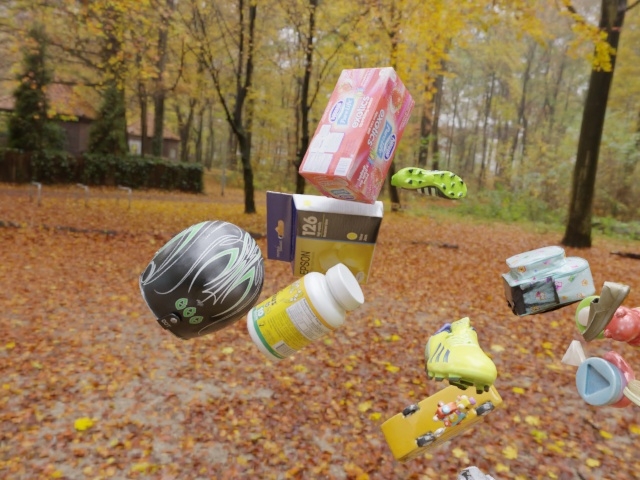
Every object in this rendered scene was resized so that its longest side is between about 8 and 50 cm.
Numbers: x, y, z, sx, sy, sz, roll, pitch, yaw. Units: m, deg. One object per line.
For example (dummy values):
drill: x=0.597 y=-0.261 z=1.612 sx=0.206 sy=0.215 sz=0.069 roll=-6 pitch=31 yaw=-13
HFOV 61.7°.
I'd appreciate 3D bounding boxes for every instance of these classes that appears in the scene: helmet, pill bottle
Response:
helmet: x=-0.162 y=0.051 z=0.784 sx=0.162 sy=0.169 sz=0.169 roll=-35 pitch=7 yaw=3
pill bottle: x=-0.027 y=0.133 z=1.024 sx=0.208 sy=0.117 sz=0.117 roll=-33 pitch=-4 yaw=15

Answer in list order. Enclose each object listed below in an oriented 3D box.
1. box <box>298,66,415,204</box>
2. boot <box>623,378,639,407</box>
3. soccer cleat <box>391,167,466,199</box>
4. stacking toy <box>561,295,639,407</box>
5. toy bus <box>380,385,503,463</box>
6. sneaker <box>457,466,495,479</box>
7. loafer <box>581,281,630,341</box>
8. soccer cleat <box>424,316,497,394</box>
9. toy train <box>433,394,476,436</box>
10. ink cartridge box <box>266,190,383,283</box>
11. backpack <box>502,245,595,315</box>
box: x=0.091 y=-0.254 z=1.304 sx=0.154 sy=0.299 sz=0.142 roll=11 pitch=-17 yaw=38
boot: x=0.678 y=0.237 z=0.926 sx=0.095 sy=0.203 sz=0.262 roll=10 pitch=4 yaw=-29
soccer cleat: x=0.242 y=-0.127 z=1.193 sx=0.179 sy=0.060 sz=0.072 roll=10 pitch=-6 yaw=-22
stacking toy: x=0.776 y=0.296 z=1.519 sx=0.131 sy=0.308 sz=0.279 roll=11 pitch=12 yaw=-19
toy bus: x=0.337 y=0.493 z=1.489 sx=0.333 sy=0.108 sz=0.130 roll=-30 pitch=-37 yaw=5
sneaker: x=0.472 y=0.681 z=1.370 sx=0.210 sy=0.137 sz=0.366 roll=-20 pitch=-2 yaw=14
loafer: x=0.572 y=0.142 z=1.092 sx=0.050 sy=0.148 sz=0.056 roll=38 pitch=32 yaw=31
soccer cleat: x=0.233 y=0.186 z=0.914 sx=0.094 sy=0.121 sz=0.289 roll=18 pitch=-7 yaw=5
toy train: x=0.321 y=0.429 z=1.340 sx=0.125 sy=0.166 sz=0.046 roll=-21 pitch=53 yaw=-13
ink cartridge box: x=0.000 y=0.000 z=1.492 sx=0.308 sy=0.303 sz=0.072 roll=4 pitch=52 yaw=-2
backpack: x=0.531 y=0.090 z=1.252 sx=0.189 sy=0.144 sz=0.166 roll=-9 pitch=3 yaw=11
